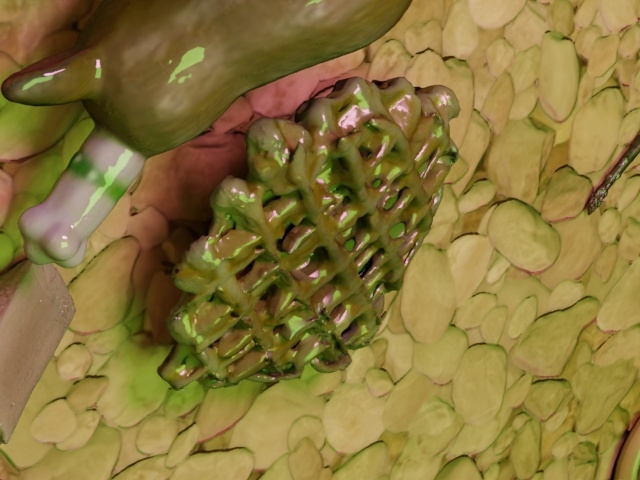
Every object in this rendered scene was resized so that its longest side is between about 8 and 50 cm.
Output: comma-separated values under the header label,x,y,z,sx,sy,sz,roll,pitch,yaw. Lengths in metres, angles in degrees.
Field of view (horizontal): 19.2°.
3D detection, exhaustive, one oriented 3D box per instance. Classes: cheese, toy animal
label,x,y,z,sx,sy,sz,roll,pitch,yaw
cheese,0.342,0.271,2.084,0.086,0.036,0.162,34,86,-45
toy animal,-0.101,-0.154,1.386,0.363,0.180,0.181,-31,125,1

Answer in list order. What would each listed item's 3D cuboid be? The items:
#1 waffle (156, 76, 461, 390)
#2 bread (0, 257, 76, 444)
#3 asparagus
label,x,y,z,sx,sy,sz,roll,pitch,yaw
waffle,0.000,0.000,1.563,0.317,0.073,0.297,-14,132,-52
bread,-0.266,0.081,1.441,0.152,0.105,0.077,-66,147,-44
asparagus,0.299,-0.072,1.887,0.114,0.014,0.015,-49,118,-11
